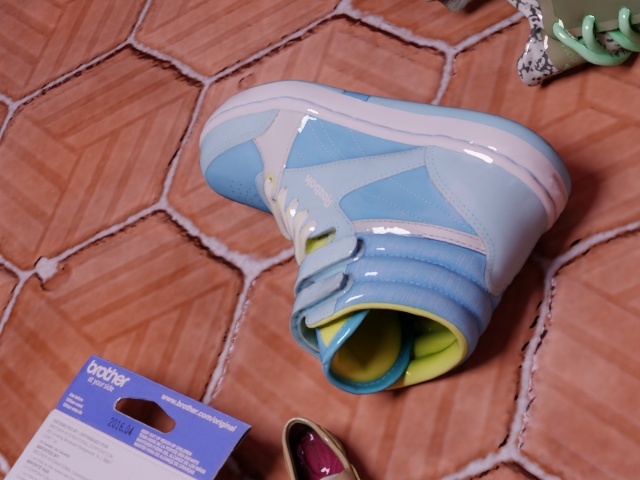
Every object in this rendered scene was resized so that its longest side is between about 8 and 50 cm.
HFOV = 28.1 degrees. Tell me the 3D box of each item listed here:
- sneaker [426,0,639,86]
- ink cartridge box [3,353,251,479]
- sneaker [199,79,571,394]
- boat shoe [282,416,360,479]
[{"bbox_3d":[0.226,-0.185,0.958,0.410,0.158,0.182,37,110,44],"label":"sneaker"},{"bbox_3d":[-0.179,0.241,0.886,0.186,0.065,0.311,15,67,42],"label":"ink cartridge box"},{"bbox_3d":[0.000,0.000,0.925,0.319,0.127,0.208,8,59,39],"label":"sneaker"},{"bbox_3d":[0.007,0.170,0.835,0.050,0.045,0.135,-37,43,2],"label":"boat shoe"}]
